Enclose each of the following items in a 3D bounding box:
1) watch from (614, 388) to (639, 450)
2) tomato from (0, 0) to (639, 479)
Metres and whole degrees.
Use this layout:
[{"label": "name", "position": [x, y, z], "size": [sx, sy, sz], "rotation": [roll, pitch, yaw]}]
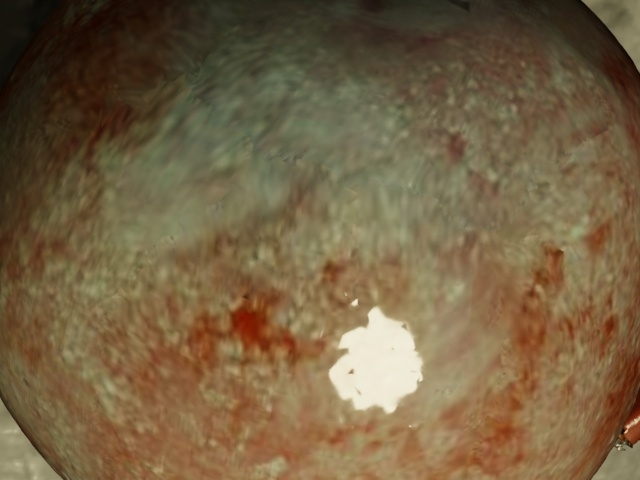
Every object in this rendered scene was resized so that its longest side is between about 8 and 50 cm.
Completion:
[{"label": "watch", "position": [0.145, 0.057, 1.042], "size": [0.165, 0.102, 0.268], "rotation": [17, 113, -30]}, {"label": "tomato", "position": [0.000, 0.000, 0.814], "size": [0.316, 0.317, 0.282], "rotation": [-8, 132, -20]}]
